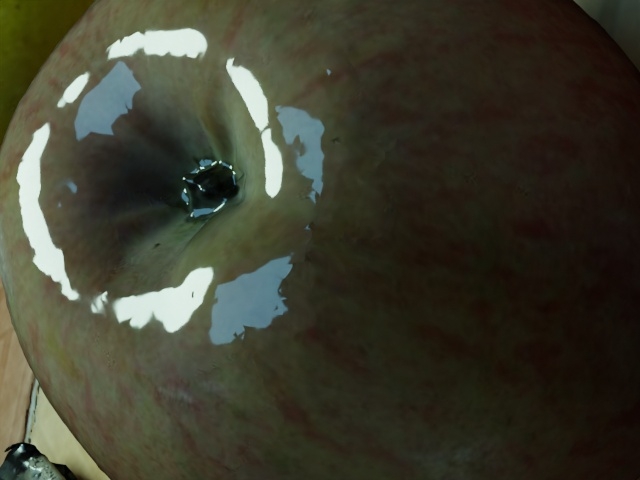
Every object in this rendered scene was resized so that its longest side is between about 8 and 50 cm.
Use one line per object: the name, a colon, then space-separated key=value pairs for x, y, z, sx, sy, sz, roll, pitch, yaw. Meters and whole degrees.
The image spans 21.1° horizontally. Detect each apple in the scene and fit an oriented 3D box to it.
apple: x=0.000 y=0.000 z=0.814 sx=0.345 sy=0.269 sz=0.344 roll=1 pitch=91 yaw=49

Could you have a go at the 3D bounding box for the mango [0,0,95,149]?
mango: x=-0.259 y=-0.192 z=1.224 sx=0.301 sy=0.221 sz=0.445 roll=-52 pitch=44 yaw=32

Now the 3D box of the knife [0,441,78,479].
knife: x=-0.121 y=0.233 z=1.105 sx=0.365 sy=0.043 sz=0.089 roll=36 pitch=142 yaw=45
